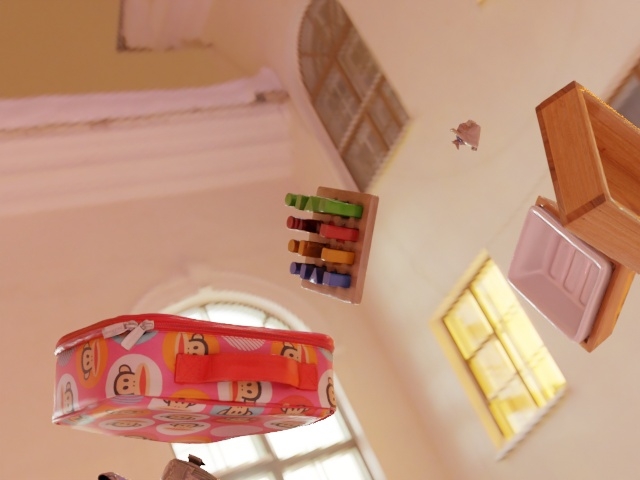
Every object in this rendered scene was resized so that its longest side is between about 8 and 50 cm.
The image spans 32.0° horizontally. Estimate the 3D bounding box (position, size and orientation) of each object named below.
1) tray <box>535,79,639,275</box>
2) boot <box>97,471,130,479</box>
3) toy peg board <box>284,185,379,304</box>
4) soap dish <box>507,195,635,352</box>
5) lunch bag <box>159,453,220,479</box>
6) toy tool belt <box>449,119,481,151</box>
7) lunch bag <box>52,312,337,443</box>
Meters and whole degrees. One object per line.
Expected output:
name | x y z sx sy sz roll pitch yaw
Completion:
tray | 0.457 -0.032 1.507 0.411 0.202 0.076 28 -47 -35
boot | -0.358 0.467 2.080 0.042 0.118 0.087 -66 -28 -8
toy peg board | 0.000 0.000 1.658 0.079 0.161 0.160 9 -88 -29
soap dish | 0.545 0.068 2.419 0.118 0.291 0.229 -5 -58 -29
lunch bag | -0.246 0.558 1.980 0.305 0.213 0.256 -61 -39 -21
toy tool belt | 0.244 -0.179 1.897 0.051 0.052 0.083 9 -4 5
lunch bag | -0.133 0.156 1.255 0.293 0.120 0.258 10 -20 -34
